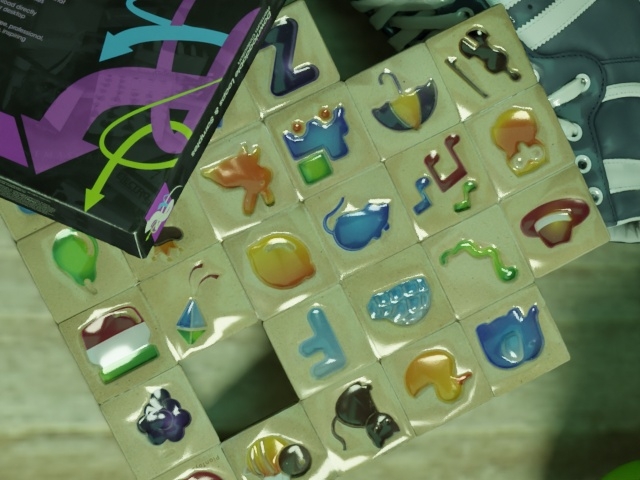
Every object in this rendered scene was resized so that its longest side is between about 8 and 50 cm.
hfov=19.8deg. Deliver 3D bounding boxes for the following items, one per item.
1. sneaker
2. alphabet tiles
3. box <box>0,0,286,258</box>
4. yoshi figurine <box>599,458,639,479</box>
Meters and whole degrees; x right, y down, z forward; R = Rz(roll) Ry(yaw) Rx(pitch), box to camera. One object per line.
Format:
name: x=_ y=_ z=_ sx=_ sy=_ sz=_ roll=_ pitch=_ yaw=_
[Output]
sneaker: x=0.069 y=-0.089 z=0.858 sx=0.282 sy=0.099 sz=0.153 roll=22 pitch=72 yaw=-29
alphabet tiles: x=0.000 y=0.000 z=0.804 sx=0.237 sy=0.009 sz=0.198 roll=-27 pitch=98 yaw=-6
box: x=-0.089 y=-0.085 z=0.771 sx=0.116 sy=0.029 sz=0.162 roll=22 pitch=68 yaw=12
yoshi figurine: x=0.243 y=0.113 z=0.924 sx=0.362 sy=0.203 sz=0.203 roll=-25 pitch=138 yaw=-44
